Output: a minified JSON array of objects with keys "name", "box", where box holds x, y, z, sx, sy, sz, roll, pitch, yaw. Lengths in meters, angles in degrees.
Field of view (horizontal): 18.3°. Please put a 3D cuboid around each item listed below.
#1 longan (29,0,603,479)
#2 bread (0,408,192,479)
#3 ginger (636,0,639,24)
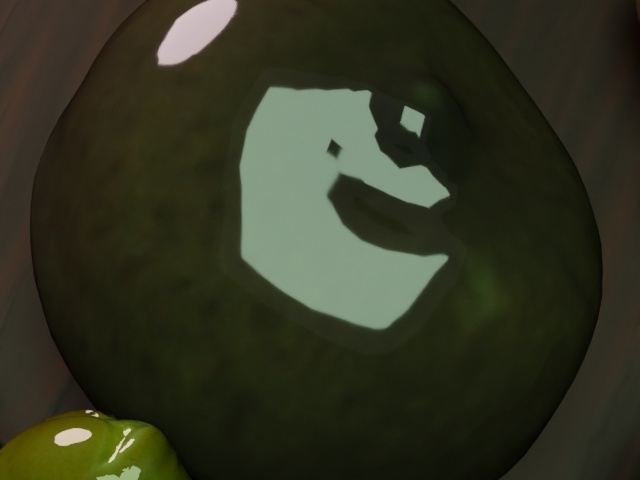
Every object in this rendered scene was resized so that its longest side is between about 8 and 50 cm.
[{"name":"longan","box":[0.000,0.000,1.219,0.361,0.361,0.361,2,74,-5]},{"name":"bread","box":[-0.089,0.278,1.158,0.112,0.166,0.383,-38,107,-43]},{"name":"ginger","box":[0.342,-0.159,1.388,0.304,0.155,0.244,-40,66,-8]}]
